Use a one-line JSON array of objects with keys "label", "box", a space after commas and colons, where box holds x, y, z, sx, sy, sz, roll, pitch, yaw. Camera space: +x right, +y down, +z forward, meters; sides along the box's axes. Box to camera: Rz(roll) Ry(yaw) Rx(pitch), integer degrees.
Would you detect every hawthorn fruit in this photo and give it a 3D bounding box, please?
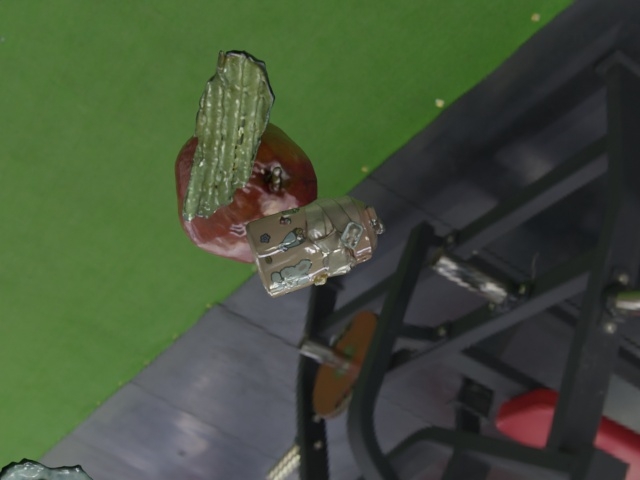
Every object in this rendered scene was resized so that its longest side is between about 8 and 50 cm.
[{"label": "hawthorn fruit", "box": [-0.104, -0.074, 1.344, 0.224, 0.224, 0.261, 36, 169, -21]}]

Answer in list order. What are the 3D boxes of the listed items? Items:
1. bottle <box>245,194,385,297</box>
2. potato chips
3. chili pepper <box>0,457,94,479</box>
[{"label": "bottle", "box": [0.000, -0.001, 1.008, 0.152, 0.099, 0.099, -17, 139, -1]}, {"label": "potato chips", "box": [-0.103, -0.114, 1.037, 0.092, 0.028, 0.207, 3, 110, -29]}, {"label": "chili pepper", "box": [-0.164, 0.234, 0.594, 0.136, 0.099, 0.270, 35, 147, 1]}]
